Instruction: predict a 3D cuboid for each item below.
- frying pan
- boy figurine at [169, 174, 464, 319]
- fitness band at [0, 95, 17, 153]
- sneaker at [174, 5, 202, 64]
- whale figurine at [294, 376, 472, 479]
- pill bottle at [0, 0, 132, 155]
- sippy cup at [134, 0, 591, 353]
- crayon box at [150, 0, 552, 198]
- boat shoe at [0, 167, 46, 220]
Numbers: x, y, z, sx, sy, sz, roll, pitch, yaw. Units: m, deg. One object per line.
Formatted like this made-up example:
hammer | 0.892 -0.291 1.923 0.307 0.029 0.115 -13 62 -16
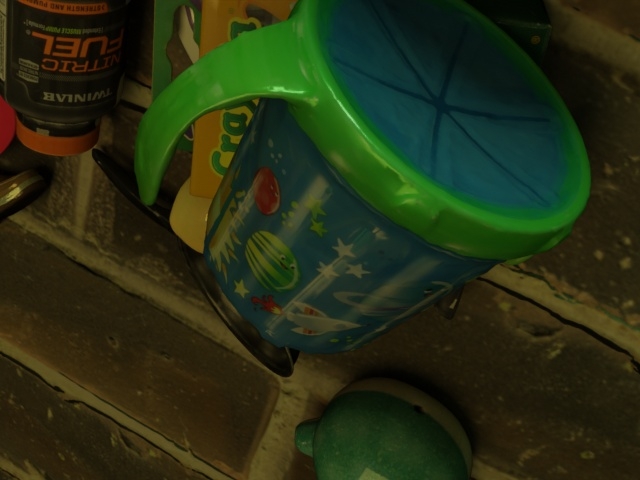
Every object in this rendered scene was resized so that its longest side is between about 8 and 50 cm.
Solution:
frying pan | -0.126 0.028 1.040 0.326 0.053 0.197 39 156 36
boy figurine | 0.000 0.000 0.894 0.285 0.177 0.092 17 89 7
fitness band | -0.481 -0.172 1.075 0.290 0.054 0.209 -5 132 16
sneaker | -0.051 -0.249 0.814 0.161 0.102 0.282 -3 116 27
whale figurine | 0.053 0.281 1.038 0.216 0.141 0.272 32 129 9
pill bottle | -0.256 -0.207 0.931 0.130 0.130 0.246 25 127 14
sippy cup | 0.032 -0.037 0.676 0.305 0.240 0.224 36 130 -8
crayon box | 0.008 -0.124 0.792 0.322 0.083 0.203 9 124 0
boat shoe | -0.411 -0.058 1.150 0.190 0.068 0.072 -23 93 37
